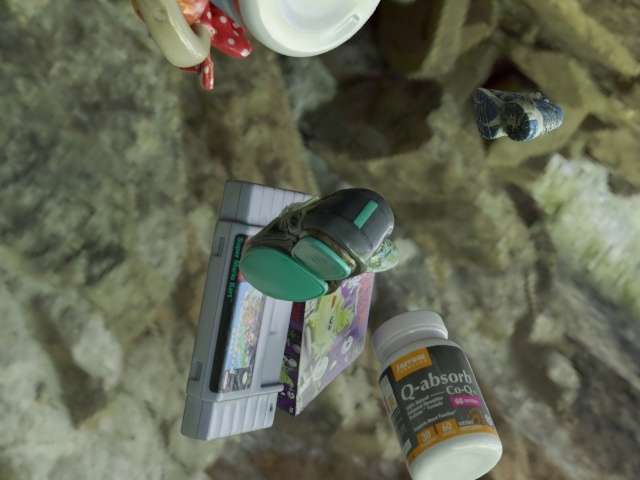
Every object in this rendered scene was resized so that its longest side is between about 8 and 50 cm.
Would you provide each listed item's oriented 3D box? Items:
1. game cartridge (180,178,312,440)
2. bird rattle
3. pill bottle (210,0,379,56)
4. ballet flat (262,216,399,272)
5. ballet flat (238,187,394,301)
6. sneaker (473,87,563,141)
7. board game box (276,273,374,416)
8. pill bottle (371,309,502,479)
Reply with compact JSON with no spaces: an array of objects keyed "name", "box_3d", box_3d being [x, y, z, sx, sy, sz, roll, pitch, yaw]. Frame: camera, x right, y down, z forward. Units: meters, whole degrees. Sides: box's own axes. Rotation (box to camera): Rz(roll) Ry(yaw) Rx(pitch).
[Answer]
[{"name":"game cartridge","box_3d":[-0.098,0.098,1.827,0.068,0.355,0.230,11,-178,17]},{"name":"bird rattle","box_3d":[-0.156,-0.256,1.312,0.207,0.143,0.254,-85,-14,-58]},{"name":"pill bottle","box_3d":[-0.057,-0.236,0.962,0.124,0.124,0.221,31,-171,-48]},{"name":"ballet flat","box_3d":[0.019,0.001,1.584,0.188,0.070,0.070,2,-159,-23]},{"name":"ballet flat","box_3d":[0.000,0.000,0.923,0.074,0.074,0.203,36,163,-10]},{"name":"sneaker","box_3d":[0.203,-0.130,1.337,0.058,0.052,0.135,-12,-160,-19]},{"name":"board game box","box_3d":[0.014,0.109,2.122,0.056,0.347,0.208,25,-135,21]},{"name":"pill bottle","box_3d":[0.189,0.266,2.193,0.162,0.162,0.278,31,-148,-49]}]
